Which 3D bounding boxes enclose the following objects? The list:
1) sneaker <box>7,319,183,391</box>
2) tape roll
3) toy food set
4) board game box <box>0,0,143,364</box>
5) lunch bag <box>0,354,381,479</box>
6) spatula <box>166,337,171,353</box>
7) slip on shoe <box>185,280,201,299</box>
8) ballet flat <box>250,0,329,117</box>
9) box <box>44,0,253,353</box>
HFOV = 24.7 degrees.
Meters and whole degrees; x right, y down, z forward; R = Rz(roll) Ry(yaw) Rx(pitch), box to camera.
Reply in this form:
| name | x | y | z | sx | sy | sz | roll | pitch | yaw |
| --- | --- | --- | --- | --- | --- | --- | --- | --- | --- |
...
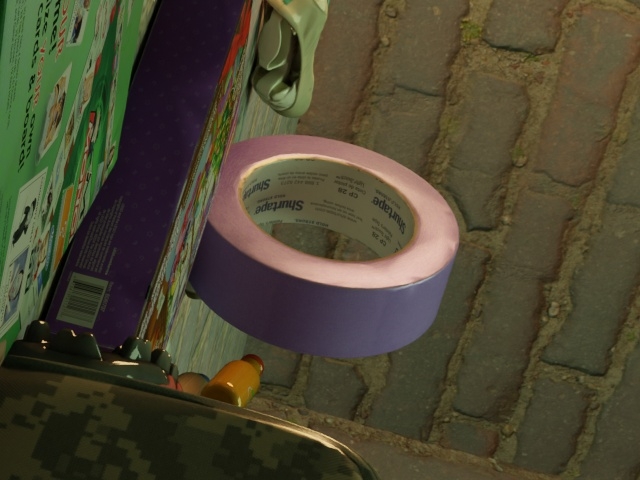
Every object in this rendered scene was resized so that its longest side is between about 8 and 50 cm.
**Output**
| name | x | y | z | sx | sy | sz | roll | pitch | yaw |
| --- | --- | --- | --- | --- | --- | --- | --- | --- | --- |
| sneaker | -0.133 | 0.137 | 0.799 | 0.276 | 0.097 | 0.135 | 107 | -4 | -64 |
| tape roll | 0.000 | 0.000 | 1.506 | 0.275 | 0.274 | 0.090 | -74 | 178 | -56 |
| toy food set | -0.133 | 0.209 | 1.374 | 0.104 | 0.111 | 0.232 | -43 | 151 | -69 |
| board game box | -0.095 | -0.119 | 0.505 | 0.213 | 0.046 | 0.317 | -76 | 180 | -60 |
| lunch bag | -0.102 | 0.230 | 0.556 | 0.256 | 0.212 | 0.305 | 104 | 0 | -46 |
| spatula | -0.174 | 0.157 | 1.497 | 0.242 | 0.019 | 0.168 | 104 | 2 | -69 |
| slip on shoe | -0.129 | 0.045 | 1.575 | 0.135 | 0.051 | 0.041 | -112 | -147 | -78 |
| ballet flat | -0.050 | -0.219 | 1.778 | 0.248 | 0.086 | 0.086 | 102 | 3 | -54 |
| box | -0.112 | -0.016 | 0.980 | 0.201 | 0.057 | 0.293 | 106 | 0 | -61 |
